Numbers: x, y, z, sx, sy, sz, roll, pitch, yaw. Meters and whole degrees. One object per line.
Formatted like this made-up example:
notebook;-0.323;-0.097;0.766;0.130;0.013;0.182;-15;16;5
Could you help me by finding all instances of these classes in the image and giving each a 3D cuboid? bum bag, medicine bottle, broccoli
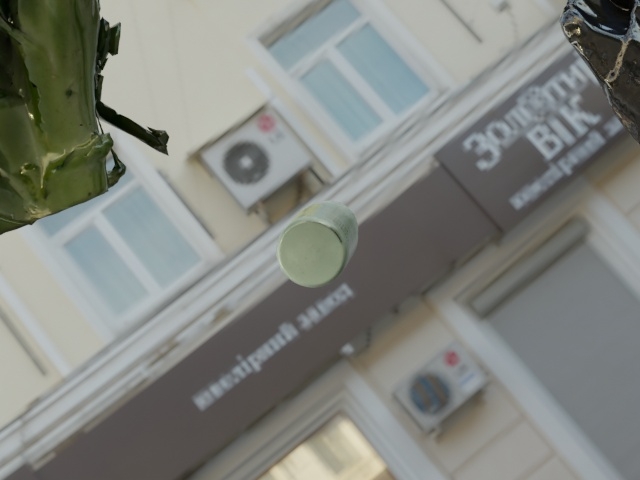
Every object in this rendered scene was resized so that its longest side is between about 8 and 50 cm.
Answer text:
bum bag;0.256;-0.063;0.883;0.074;0.310;0.137;-42;-13;37
medicine bottle;0.000;0.000;0.873;0.047;0.047;0.083;-44;3;14
broccoli;-0.208;-0.150;0.797;0.304;0.283;0.321;-21;6;12
